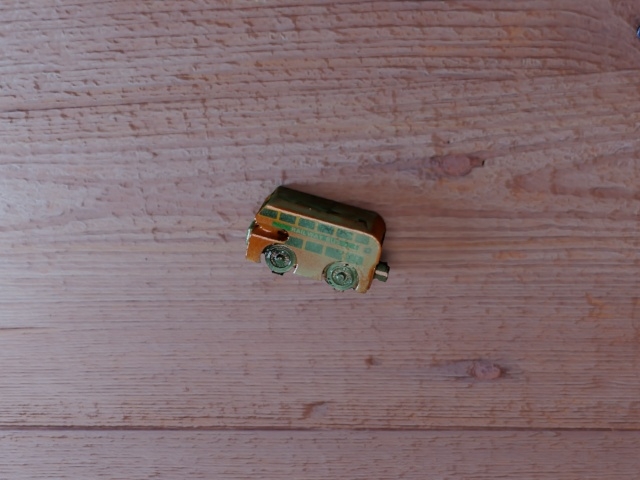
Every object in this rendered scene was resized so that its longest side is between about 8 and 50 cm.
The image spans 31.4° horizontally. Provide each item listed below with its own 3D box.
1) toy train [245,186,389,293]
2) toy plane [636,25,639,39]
[{"bbox_3d":[0.000,0.000,1.434,0.188,0.072,0.099,15,113,4],"label":"toy train"},{"bbox_3d":[0.475,-0.228,1.217,0.246,0.078,0.169,-25,109,15],"label":"toy plane"}]
